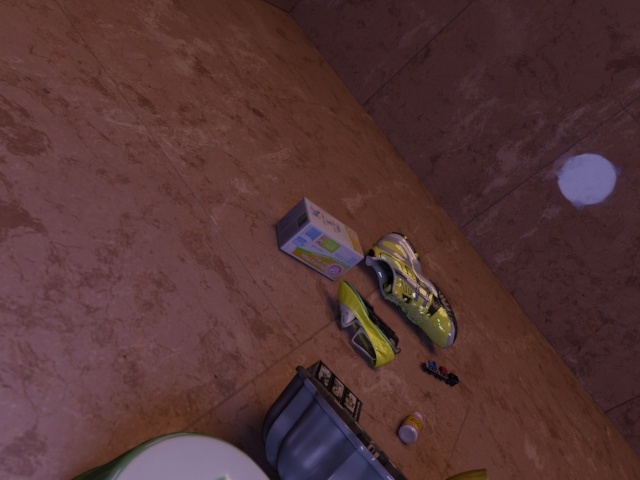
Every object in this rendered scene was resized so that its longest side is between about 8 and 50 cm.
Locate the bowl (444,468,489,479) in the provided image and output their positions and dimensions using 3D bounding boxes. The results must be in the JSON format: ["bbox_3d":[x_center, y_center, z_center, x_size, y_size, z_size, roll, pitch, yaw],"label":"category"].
[{"bbox_3d":[0.211,0.531,0.878,0.289,0.156,0.289,-6,90,-76],"label":"bowl"}]

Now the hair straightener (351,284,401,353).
[{"bbox_3d":[0.132,0.219,1.389,0.230,0.047,0.089,50,21,-11],"label":"hair straightener"}]

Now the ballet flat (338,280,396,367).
[{"bbox_3d":[0.095,0.208,1.302,0.231,0.077,0.077,56,-18,6],"label":"ballet flat"}]

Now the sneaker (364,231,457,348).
[{"bbox_3d":[0.263,0.166,1.610,0.147,0.145,0.384,-27,79,-33],"label":"sneaker"}]

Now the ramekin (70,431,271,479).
[{"bbox_3d":[-0.159,0.362,0.572,0.303,0.148,0.303,38,27,-24],"label":"ramekin"}]

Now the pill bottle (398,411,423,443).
[{"bbox_3d":[0.209,0.424,1.219,0.043,0.043,0.083,53,25,6],"label":"pill bottle"}]

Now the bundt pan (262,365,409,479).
[{"bbox_3d":[0.035,0.345,0.784,0.331,0.124,0.331,47,-7,8],"label":"bundt pan"}]

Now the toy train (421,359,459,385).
[{"bbox_3d":[0.344,0.376,1.517,0.158,0.036,0.027,33,30,-32],"label":"toy train"}]

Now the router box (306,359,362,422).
[{"bbox_3d":[0.010,0.332,1.015,0.133,0.046,0.179,47,25,-7],"label":"router box"}]

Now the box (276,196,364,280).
[{"bbox_3d":[0.000,0.000,1.382,0.203,0.114,0.103,32,29,-34],"label":"box"}]
